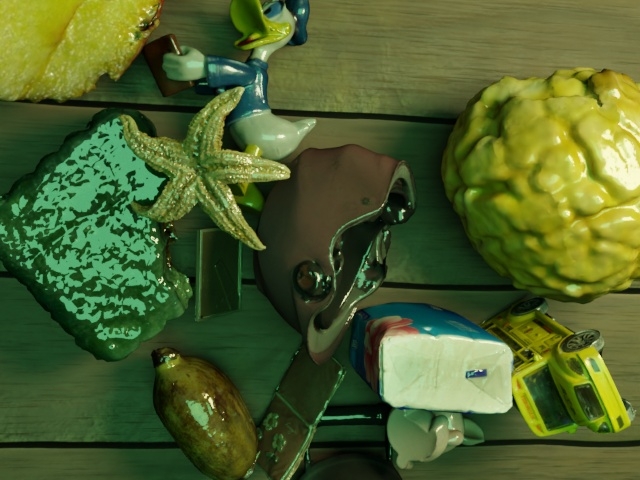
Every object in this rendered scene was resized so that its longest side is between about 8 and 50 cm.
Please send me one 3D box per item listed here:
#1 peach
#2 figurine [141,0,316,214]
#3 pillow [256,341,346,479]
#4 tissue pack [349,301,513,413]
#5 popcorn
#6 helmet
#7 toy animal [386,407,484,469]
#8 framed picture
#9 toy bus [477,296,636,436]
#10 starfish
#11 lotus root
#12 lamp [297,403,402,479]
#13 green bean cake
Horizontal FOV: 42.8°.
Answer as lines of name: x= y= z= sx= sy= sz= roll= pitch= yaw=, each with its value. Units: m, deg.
peach: x=-0.382 y=-0.395 z=1.109 sx=0.353 sy=0.339 sz=0.417 roll=4 pitch=78 yaw=30
figurine: x=-0.130 y=-0.253 z=1.275 sx=0.283 sy=0.204 sz=0.338 roll=31 pitch=80 yaw=-4
pillow: x=-0.042 y=0.283 z=1.358 sx=0.043 sy=0.126 sz=0.233 roll=26 pitch=92 yaw=-42
tissue pack: x=0.168 y=0.179 z=1.296 sx=0.209 sy=0.269 sz=0.137 roll=6 pitch=92 yaw=-7
popcorn: x=0.386 y=-0.078 z=1.255 sx=0.390 sy=0.344 sz=0.354 roll=2 pitch=91 yaw=-14
helmet: x=0.000 y=0.000 z=1.268 sx=0.197 sy=0.271 sz=0.338 roll=30 pitch=103 yaw=16
toy animal: x=0.192 y=0.306 z=1.369 sx=0.124 sy=0.212 sz=0.124 roll=-1 pitch=88 yaw=31
framed picture: x=-0.163 y=0.051 z=1.323 sx=0.011 sy=0.109 sz=0.149 roll=8 pitch=99 yaw=33
toy bus: x=0.356 y=0.205 z=1.296 sx=0.152 sy=0.330 sz=0.144 roll=-27 pitch=100 yaw=-1
starfish: x=-0.160 y=-0.101 z=1.133 sx=0.277 sy=0.062 sz=0.236 roll=44 pitch=99 yaw=-2
lotus root: x=-0.191 y=0.276 z=1.319 sx=0.128 sy=0.145 sz=0.260 roll=-35 pitch=100 yaw=-6
lamp: x=0.063 y=0.485 z=1.319 sx=0.205 sy=0.272 sz=0.374 roll=0 pitch=97 yaw=-10
green bean cake: x=-0.312 y=-0.013 z=1.255 sx=0.300 sy=0.169 sz=0.308 roll=-39 pitch=102 yaw=0
